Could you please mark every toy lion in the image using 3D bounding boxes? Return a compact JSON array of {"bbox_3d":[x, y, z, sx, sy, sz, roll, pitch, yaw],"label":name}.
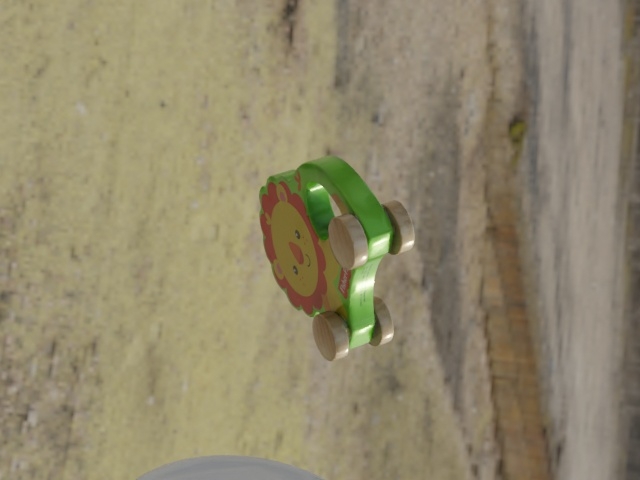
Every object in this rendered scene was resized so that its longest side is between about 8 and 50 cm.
[{"bbox_3d":[0.000,0.000,0.586,0.096,0.034,0.100,54,-30,35],"label":"toy lion"}]

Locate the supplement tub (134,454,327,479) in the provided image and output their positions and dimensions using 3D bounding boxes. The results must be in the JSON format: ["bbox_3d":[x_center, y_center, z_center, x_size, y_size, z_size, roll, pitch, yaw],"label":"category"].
[{"bbox_3d":[-0.080,0.364,0.995,0.241,0.241,0.331,-50,151,-65],"label":"supplement tub"}]
